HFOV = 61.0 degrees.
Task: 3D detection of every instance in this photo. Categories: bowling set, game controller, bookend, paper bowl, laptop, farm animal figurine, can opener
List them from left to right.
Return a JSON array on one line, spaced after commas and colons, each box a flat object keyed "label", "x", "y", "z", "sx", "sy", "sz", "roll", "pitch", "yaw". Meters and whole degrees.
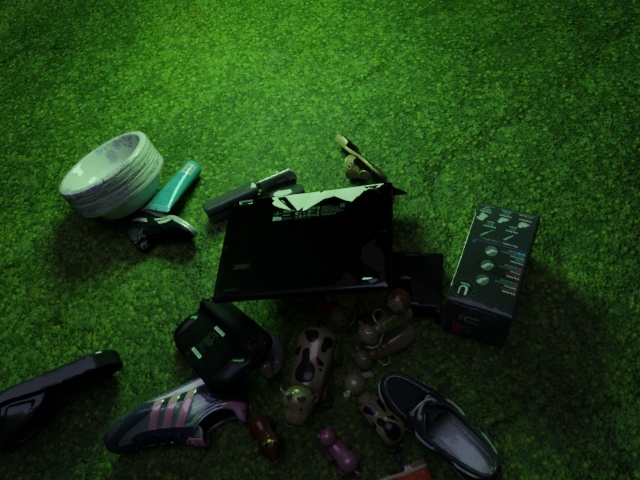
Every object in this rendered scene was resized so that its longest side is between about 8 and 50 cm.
[{"label": "paper bowl", "x": -0.579, "y": -0.172, "z": 1.551, "sx": 0.284, "sy": 0.148, "sz": 0.284, "roll": -19, "pitch": 39, "yaw": 16}, {"label": "game controller", "x": -0.231, "y": 0.226, "z": 1.237, "sx": 0.166, "sy": 0.067, "sz": 0.319, "roll": -50, "pitch": 33, "yaw": -11}, {"label": "can opener", "x": -0.187, "y": -0.121, "z": 1.518, "sx": 0.280, "sy": 0.074, "sz": 0.093, "roll": -21, "pitch": 54, "yaw": -3}, {"label": "farm animal figurine", "x": -0.002, "y": 0.314, "z": 1.133, "sx": 0.330, "sy": 0.172, "sz": 0.326, "roll": -8, "pitch": 55, "yaw": 5}, {"label": "laptop", "x": 0.000, "y": 0.000, "z": 1.277, "sx": 0.382, "sy": 0.236, "sz": 0.407, "roll": -6, "pitch": 55, "yaw": 17}, {"label": "bowling set", "x": 0.097, "y": 0.139, "z": 1.168, "sx": 0.154, "sy": 0.200, "sz": 0.287, "roll": -30, "pitch": 84, "yaw": -8}, {"label": "bookend", "x": 0.211, "y": 0.111, "z": 1.293, "sx": 0.156, "sy": 0.072, "sz": 0.157, "roll": 2, "pitch": 58, "yaw": 13}]

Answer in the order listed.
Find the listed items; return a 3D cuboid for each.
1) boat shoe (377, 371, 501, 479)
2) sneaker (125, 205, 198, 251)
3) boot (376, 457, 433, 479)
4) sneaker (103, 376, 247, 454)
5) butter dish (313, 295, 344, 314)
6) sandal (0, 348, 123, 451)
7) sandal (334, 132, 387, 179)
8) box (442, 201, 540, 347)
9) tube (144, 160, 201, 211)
[{"label": "boat shoe", "x": 0.239, "y": 0.367, "z": 1.105, "sx": 0.302, "sy": 0.091, "sz": 0.114, "roll": 34, "pitch": 69, "yaw": 28}, {"label": "sneaker", "x": -0.445, "y": -0.011, "z": 1.498, "sx": 0.217, "sy": 0.079, "sz": 0.121, "roll": 17, "pitch": 64, "yaw": 30}, {"label": "boot", "x": 0.150, "y": 0.497, "z": 1.058, "sx": 0.158, "sy": 0.059, "sz": 0.084, "roll": -22, "pitch": 61, "yaw": -6}, {"label": "sneaker", "x": -0.309, "y": 0.400, "z": 1.172, "sx": 0.319, "sy": 0.112, "sz": 0.131, "roll": -27, "pitch": 53, "yaw": -6}, {"label": "butter dish", "x": 0.039, "y": 0.079, "z": 1.326, "sx": 0.160, "sy": 0.118, "sz": 0.160, "roll": -19, "pitch": 96, "yaw": -11}, {"label": "sandal", "x": -0.661, "y": 0.386, "z": 1.225, "sx": 0.446, "sy": 0.167, "sz": 0.107, "roll": -25, "pitch": 74, "yaw": -6}, {"label": "sandal", "x": 0.098, "y": -0.212, "z": 1.542, "sx": 0.079, "sy": 0.088, "sz": 0.240, "roll": -50, "pitch": 49, "yaw": 15}, {"label": "box", "x": 0.384, "y": 0.075, "z": 1.228, "sx": 0.143, "sy": 0.165, "sz": 0.270, "roll": 16, "pitch": 61, "yaw": 19}, {"label": "tube", "x": -0.416, "y": -0.152, "z": 1.564, "sx": 0.080, "sy": 0.052, "sz": 0.207, "roll": 5, "pitch": 43, "yaw": 25}]
